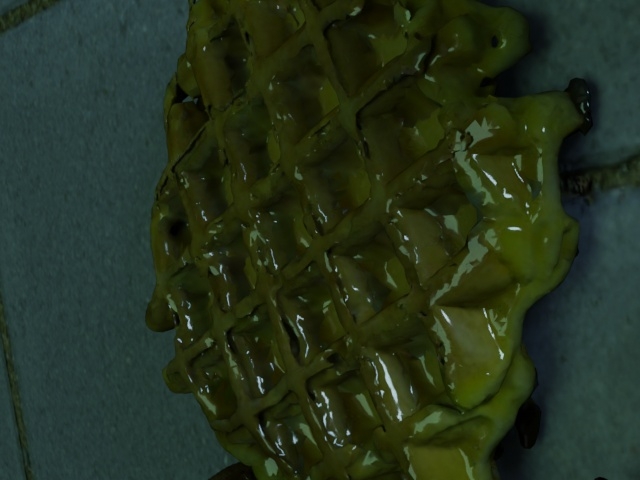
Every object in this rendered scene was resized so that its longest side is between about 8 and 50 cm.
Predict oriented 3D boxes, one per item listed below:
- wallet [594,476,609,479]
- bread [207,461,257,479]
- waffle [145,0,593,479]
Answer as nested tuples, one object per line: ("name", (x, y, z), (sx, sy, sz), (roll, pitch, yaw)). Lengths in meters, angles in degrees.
("wallet", (0.140, 0.331, 0.664), (0.275, 0.068, 0.335), (-34, 72, 20))
("bread", (-0.072, 0.218, 0.946), (0.076, 0.070, 0.083), (56, 132, 24))
("waffle", (0.000, 0.000, 0.812), (0.380, 0.095, 0.382), (21, 111, 47))
